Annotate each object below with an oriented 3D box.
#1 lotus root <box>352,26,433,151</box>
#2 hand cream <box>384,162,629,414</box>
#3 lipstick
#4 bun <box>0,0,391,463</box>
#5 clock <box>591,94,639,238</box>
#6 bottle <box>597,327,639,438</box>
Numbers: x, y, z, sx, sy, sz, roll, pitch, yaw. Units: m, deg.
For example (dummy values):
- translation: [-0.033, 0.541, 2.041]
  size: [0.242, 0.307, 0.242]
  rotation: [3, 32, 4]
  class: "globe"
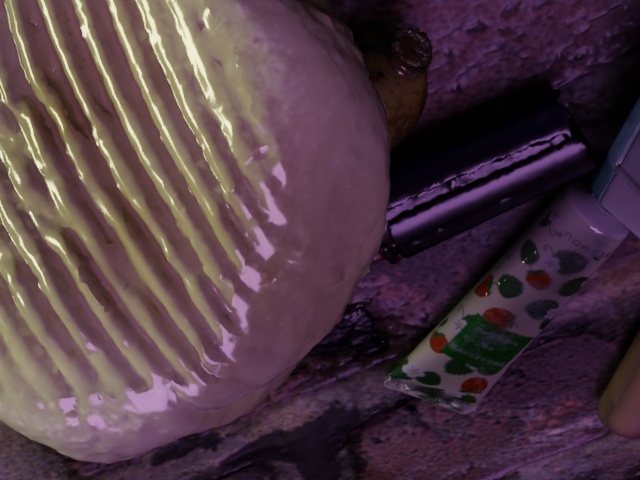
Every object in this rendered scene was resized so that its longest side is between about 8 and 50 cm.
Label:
- translation: [0.010, -0.081, 0.839]
  size: [0.080, 0.089, 0.179]
  rotation: [40, 122, -16]
  class: "lotus root"
- translation: [0.160, 0.048, 0.991]
  size: [0.095, 0.059, 0.276]
  rotation: [21, 126, -21]
  class: "hand cream"
- translation: [0.000, 0.000, 0.910]
  size: [0.418, 0.077, 0.077]
  rotation: [-23, 128, 11]
  class: "lipstick"
- translation: [-0.135, -0.047, 0.735]
  size: [0.352, 0.227, 0.349]
  rotation: [-23, 85, 10]
  class: "bun"
- translation: [0.347, -0.102, 0.833]
  size: [0.231, 0.116, 0.262]
  rotation: [2, 130, -30]
  class: "clock"
- translation: [0.291, 0.110, 1.060]
  size: [0.053, 0.053, 0.140]
  rotation: [8, 127, -15]
  class: "bottle"
